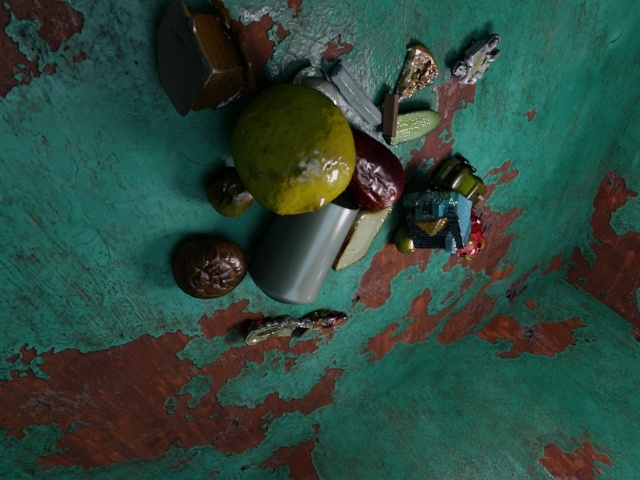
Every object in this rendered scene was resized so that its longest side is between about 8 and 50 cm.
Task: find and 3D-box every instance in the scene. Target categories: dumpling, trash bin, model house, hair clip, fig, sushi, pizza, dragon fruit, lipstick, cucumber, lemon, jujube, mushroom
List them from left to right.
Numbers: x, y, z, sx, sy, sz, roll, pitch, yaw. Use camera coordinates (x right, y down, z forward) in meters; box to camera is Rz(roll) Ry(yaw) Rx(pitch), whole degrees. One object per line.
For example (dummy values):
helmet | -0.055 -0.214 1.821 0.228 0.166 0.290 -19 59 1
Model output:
mushroom | -0.368 0.094 1.491 0.253 0.153 0.253 -12 131 -14
model house | -0.265 -0.448 1.097 0.219 0.199 0.229 -22 -174 39
fig | -0.275 -0.141 1.368 0.154 0.144 0.165 -15 148 -21
hair clip | -0.185 0.375 1.932 0.321 0.091 0.138 4 135 -40
lemon | -0.080 -0.257 1.236 0.350 0.387 0.350 -20 163 -6
trash bin | -0.068 0.016 1.567 0.280 0.280 0.432 11 115 -43
dumpling | -0.022 -0.426 1.344 0.150 0.092 0.176 -15 143 1
sushi | 0.013 0.372 2.081 0.226 0.097 0.103 -2 122 -19
jujube | 0.162 -0.247 1.560 0.223 0.223 0.318 -48 128 7
lipstick | 0.241 -0.430 1.538 0.045 0.045 0.145 -28 123 -62
fig | 0.400 -0.012 2.030 0.136 0.121 0.153 15 92 -39
cucumber | 0.339 -0.429 1.646 0.244 0.063 0.115 -16 121 -26
pizza | 0.322 -0.558 1.532 0.185 0.052 0.195 24 109 -44
model house | 0.465 -0.067 1.854 0.226 0.261 0.241 11 80 -48
dragon fruit | 0.687 -0.026 2.142 0.307 0.227 0.243 17 148 -13

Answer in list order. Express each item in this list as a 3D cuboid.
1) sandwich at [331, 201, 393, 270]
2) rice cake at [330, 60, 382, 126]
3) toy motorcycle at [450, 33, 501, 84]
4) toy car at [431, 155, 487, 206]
sandwich | 0.140 -0.030 1.756 0.271 0.099 0.301 -19 143 -49
rice cake | 0.123 -0.474 1.457 0.290 0.051 0.081 29 70 -49
toy motorcycle | 0.568 -0.646 1.629 0.229 0.074 0.151 -39 142 -5
toy car | 0.632 -0.230 1.950 0.248 0.198 0.204 23 108 -48
